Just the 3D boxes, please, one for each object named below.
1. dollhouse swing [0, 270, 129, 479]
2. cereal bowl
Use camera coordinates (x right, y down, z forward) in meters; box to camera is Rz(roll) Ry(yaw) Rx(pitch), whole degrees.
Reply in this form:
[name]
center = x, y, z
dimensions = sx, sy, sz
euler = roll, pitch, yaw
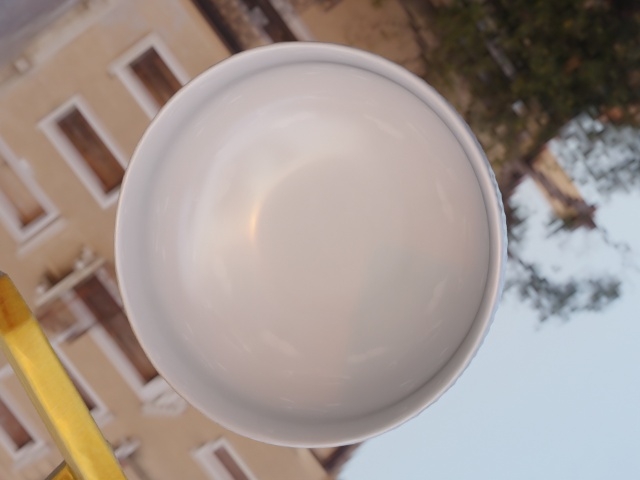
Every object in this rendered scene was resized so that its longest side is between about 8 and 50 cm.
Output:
[dollhouse swing]
center = -0.276, 0.237, 1.220
dimensions = 0.315, 0.305, 0.347
euler = -45, -168, -10
[cereal bowl]
center = 0.000, 0.000, 1.287
dimensions = 0.339, 0.339, 0.141
euler = -35, 176, 14
